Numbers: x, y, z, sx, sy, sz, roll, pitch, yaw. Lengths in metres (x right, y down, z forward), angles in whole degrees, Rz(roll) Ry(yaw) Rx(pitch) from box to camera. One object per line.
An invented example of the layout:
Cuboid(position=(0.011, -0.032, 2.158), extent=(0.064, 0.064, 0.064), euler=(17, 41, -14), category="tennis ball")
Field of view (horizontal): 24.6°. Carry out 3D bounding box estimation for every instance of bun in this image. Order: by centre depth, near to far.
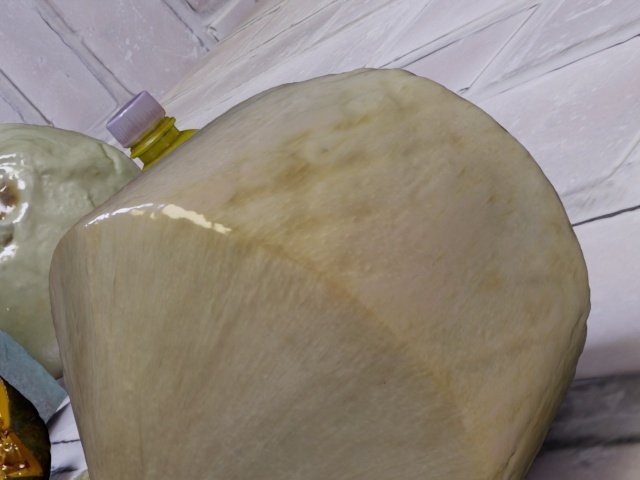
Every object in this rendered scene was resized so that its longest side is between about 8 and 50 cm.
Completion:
Cuboid(position=(-0.391, -0.004, 1.880), extent=(0.364, 0.364, 0.202), euler=(-45, -28, -10), category="bun")

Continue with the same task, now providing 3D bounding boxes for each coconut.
Cuboid(position=(-0.008, 0.065, 0.812), extent=(0.329, 0.329, 0.329), euler=(-39, 14, 12), category="coconut")

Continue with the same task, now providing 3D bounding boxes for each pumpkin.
Cuboid(position=(-0.336, 0.240, 1.511), extent=(0.119, 0.108, 0.183), euler=(-21, 40, 47), category="pumpkin")

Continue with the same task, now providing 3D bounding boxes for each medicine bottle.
Cuboid(position=(-0.167, -0.085, 1.804), extent=(0.122, 0.212, 0.122), euler=(-39, 14, 12), category="medicine bottle")

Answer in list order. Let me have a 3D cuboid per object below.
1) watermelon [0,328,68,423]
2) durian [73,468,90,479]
Cuboid(position=(-0.447, 0.245, 1.646), extent=(0.387, 0.228, 0.258), euler=(-25, 40, -24), category="watermelon")
Cuboid(position=(-0.179, 0.220, 1.218), extent=(0.110, 0.071, 0.140), euler=(-39, 0, -7), category="durian")
